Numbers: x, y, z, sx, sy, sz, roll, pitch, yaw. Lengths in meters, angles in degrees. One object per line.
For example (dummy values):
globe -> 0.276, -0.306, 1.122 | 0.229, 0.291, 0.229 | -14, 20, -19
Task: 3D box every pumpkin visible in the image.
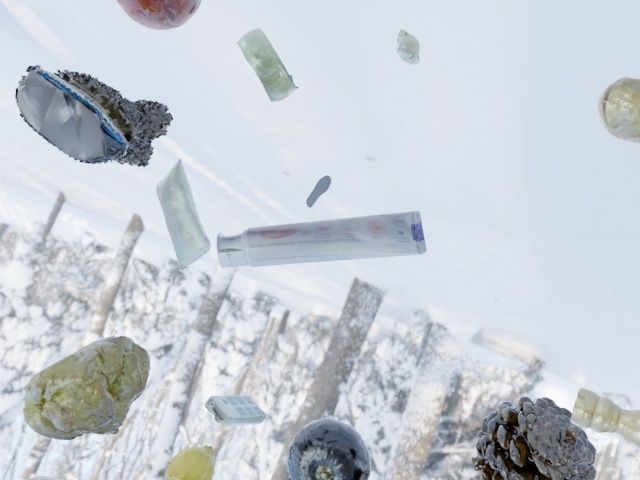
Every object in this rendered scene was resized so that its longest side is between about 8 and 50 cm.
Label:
pumpkin -> 0.024, 0.600, 1.542 | 0.233, 0.232, 0.163 | 20, -179, 7

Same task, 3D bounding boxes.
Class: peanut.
peanut -> 0.817, -0.323, 1.389 | 0.158, 0.340, 0.174 | 59, 161, 31

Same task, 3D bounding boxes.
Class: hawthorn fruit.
hawthorn fruit -> -0.301, -0.485, 1.066 | 0.179, 0.179, 0.200 | 27, -171, -30

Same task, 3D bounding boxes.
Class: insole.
insole -> -0.007, -0.164, 1.916 | 0.002, 0.152, 0.053 | -6, -125, -42

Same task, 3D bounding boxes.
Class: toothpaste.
toothpaste -> 0.000, 0.000, 0.903 | 0.324, 0.100, 0.066 | -5, 133, 6

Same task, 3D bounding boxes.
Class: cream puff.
cream puff -> -0.471, 0.299, 1.164 | 0.244, 0.196, 0.244 | -11, 156, -5

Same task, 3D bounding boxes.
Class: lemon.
lemon -> -0.174, 0.311, 0.767 | 0.062, 0.083, 0.062 | 26, 145, 21

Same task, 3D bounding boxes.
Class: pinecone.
pinecone -> 0.449, 0.447, 1.207 | 0.244, 0.243, 0.257 | 22, 158, -2

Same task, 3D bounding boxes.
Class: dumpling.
dumpling -> 0.204, -0.447, 1.323 | 0.076, 0.052, 0.057 | 31, -177, -6

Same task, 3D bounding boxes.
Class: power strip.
power strip -> -0.203, 0.411, 1.379 | 0.081, 0.035, 0.192 | 40, -176, 28

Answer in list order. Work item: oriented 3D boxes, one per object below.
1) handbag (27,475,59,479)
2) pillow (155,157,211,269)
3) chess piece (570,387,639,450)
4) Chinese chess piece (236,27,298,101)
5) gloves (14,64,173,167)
handbag -> -0.532, 0.577, 1.207 | 0.256, 0.079, 0.219 | 23, 156, 8
pillow -> -0.340, -0.066, 1.410 | 0.078, 0.253, 0.144 | -8, 159, -36
chess piece -> 0.374, 0.224, 0.696 | 0.122, 0.066, 0.066 | 17, 170, 30
Chinese chess piece -> -0.136, -0.449, 1.462 | 0.188, 0.083, 0.188 | 60, -176, -8
gloves -> -0.368, -0.200, 0.965 | 0.211, 0.135, 0.312 | 17, -176, -13
